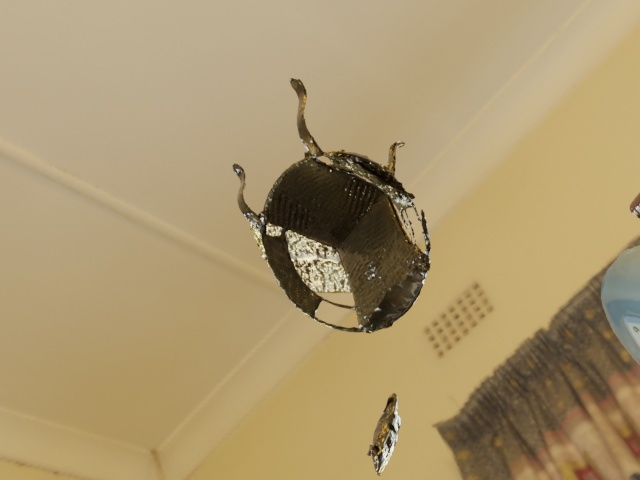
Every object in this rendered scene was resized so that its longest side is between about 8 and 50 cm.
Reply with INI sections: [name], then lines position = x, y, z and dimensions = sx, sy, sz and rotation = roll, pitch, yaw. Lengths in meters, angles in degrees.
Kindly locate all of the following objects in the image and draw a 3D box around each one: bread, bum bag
[bread]
position = 0.000, 0.000, 1.397
dimensions = 0.096, 0.222, 0.181
rotation = -51, -55, -39
[bum bag]
position = 0.091, 0.273, 1.204
dimensions = 0.034, 0.124, 0.058
rotation = 14, -49, 12

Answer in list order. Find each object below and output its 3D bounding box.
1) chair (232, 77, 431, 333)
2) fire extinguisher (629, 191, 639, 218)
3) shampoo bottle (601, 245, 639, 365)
[chair]
position = 0.016, -0.025, 0.840
dimensions = 0.149, 0.213, 0.174
rotation = 21, -55, -30
[fire extinguisher]
position = 0.568, -0.094, 1.410
dimensions = 0.045, 0.078, 0.157
rotation = 15, -46, -13
[shampoo bottle]
position = 0.220, 0.046, 0.340
dimensions = 0.104, 0.258, 0.061
rotation = 45, -100, -10
